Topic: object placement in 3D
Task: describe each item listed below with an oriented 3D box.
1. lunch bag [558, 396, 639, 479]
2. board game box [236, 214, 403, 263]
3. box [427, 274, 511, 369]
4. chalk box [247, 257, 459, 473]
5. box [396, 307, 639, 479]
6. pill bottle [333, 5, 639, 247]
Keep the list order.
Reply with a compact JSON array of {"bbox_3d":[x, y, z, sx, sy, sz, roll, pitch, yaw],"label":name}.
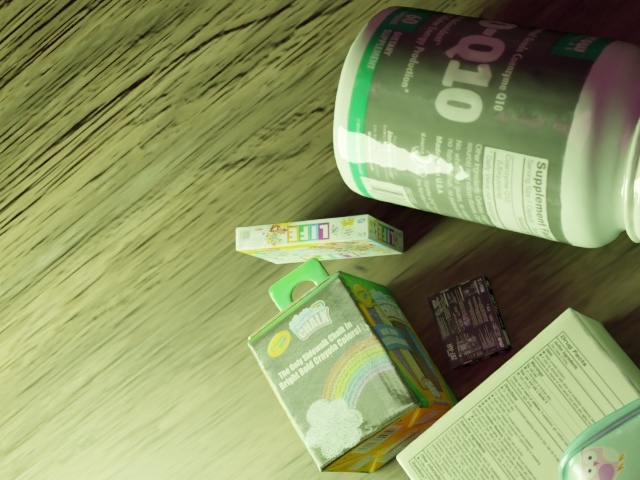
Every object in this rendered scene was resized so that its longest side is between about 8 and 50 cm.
[{"bbox_3d":[0.349,0.226,1.252,0.224,0.279,0.108,-34,44,5],"label":"lunch bag"},{"bbox_3d":[0.000,0.000,1.543,0.154,0.103,0.026,-5,79,24],"label":"board game box"},{"bbox_3d":[0.157,0.087,1.503,0.067,0.018,0.083,-24,72,19],"label":"box"},{"bbox_3d":[0.024,0.122,1.497,0.132,0.132,0.213,-37,67,16],"label":"chalk box"},{"bbox_3d":[0.218,0.200,1.395,0.232,0.127,0.148,-42,67,12],"label":"box"},{"bbox_3d":[0.213,-0.108,1.410,0.361,0.204,0.204,14,87,25],"label":"pill bottle"}]
